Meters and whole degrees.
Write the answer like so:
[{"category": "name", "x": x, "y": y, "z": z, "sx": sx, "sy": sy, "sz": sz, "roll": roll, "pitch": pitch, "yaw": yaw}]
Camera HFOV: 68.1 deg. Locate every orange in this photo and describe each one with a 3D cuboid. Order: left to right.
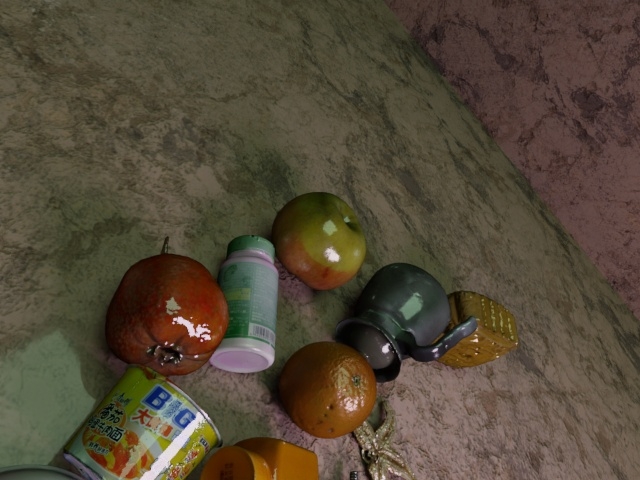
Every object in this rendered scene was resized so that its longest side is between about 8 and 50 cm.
[{"category": "orange", "x": 0.016, "y": 0.299, "z": 0.960, "sx": 0.206, "sy": 0.206, "sz": 0.206, "roll": 22, "pitch": 49, "yaw": -27}]

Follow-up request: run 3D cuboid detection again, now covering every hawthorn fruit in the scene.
[{"category": "hawthorn fruit", "x": -0.274, "y": 0.108, "z": 0.860, "sx": 0.210, "sy": 0.210, "sz": 0.262, "roll": 16, "pitch": 38, "yaw": -31}]

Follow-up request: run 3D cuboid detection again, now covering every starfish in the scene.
[{"category": "starfish", "x": 0.140, "y": 0.451, "z": 1.063, "sx": 0.138, "sy": 0.050, "sz": 0.247, "roll": 0, "pitch": 63, "yaw": -42}]

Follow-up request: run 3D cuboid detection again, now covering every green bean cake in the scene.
[{"category": "green bean cake", "x": 0.393, "y": 0.250, "z": 1.292, "sx": 0.229, "sy": 0.224, "sz": 0.131, "roll": 28, "pitch": 46, "yaw": -26}]

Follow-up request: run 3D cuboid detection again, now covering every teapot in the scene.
[{"category": "teapot", "x": 0.189, "y": 0.224, "z": 1.122, "sx": 0.305, "sy": 0.223, "sz": 0.285, "roll": 25, "pitch": 43, "yaw": 29}]

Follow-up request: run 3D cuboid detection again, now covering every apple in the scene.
[{"category": "apple", "x": 0.000, "y": 0.000, "z": 1.141, "sx": 0.261, "sy": 0.194, "sz": 0.261, "roll": 46, "pitch": 21, "yaw": -23}]

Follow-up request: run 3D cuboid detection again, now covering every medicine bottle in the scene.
[{"category": "medicine bottle", "x": -0.155, "y": 0.125, "z": 0.994, "sx": 0.133, "sy": 0.133, "sz": 0.274, "roll": 22, "pitch": 49, "yaw": -26}, {"category": "medicine bottle", "x": -0.094, "y": 0.412, "z": 0.783, "sx": 0.222, "sy": 0.112, "sz": 0.149, "roll": 50, "pitch": 32, "yaw": -49}]

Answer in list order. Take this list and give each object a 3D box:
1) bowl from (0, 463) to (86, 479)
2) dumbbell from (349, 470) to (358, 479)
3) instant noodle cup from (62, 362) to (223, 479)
[{"category": "bowl", "x": -0.381, "y": 0.422, "z": 0.581, "sx": 0.287, "sy": 0.144, "sz": 0.287, "roll": 22, "pitch": 48, "yaw": -27}, {"category": "dumbbell", "x": 0.064, "y": 0.566, "z": 0.883, "sx": 0.110, "sy": 0.110, "sz": 0.254, "roll": 27, "pitch": 39, "yaw": -22}, {"category": "instant noodle cup", "x": -0.278, "y": 0.310, "z": 0.726, "sx": 0.205, "sy": 0.205, "sz": 0.153, "roll": 45, "pitch": 52, "yaw": -3}]
